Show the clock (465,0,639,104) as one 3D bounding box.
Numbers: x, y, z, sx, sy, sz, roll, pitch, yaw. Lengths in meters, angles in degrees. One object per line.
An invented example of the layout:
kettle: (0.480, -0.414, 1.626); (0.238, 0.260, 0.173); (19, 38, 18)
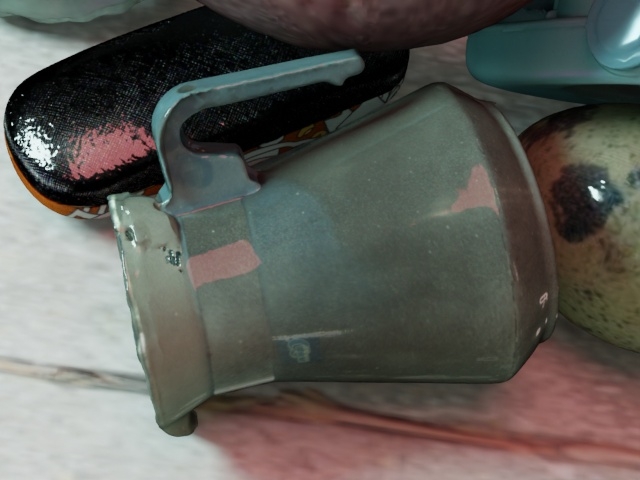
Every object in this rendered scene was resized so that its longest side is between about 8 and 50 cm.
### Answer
clock: (0.233, -0.123, 0.886); (0.224, 0.274, 0.094); (5, 91, -24)

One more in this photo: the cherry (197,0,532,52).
cherry: (0.028, -0.217, 0.844); (0.261, 0.221, 0.307); (3, 11, 8)

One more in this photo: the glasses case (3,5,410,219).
glasses case: (-0.067, -0.094, 0.952); (0.267, 0.067, 0.103); (-22, 64, -21)

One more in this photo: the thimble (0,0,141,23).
thimble: (-0.183, -0.255, 0.984); (0.250, 0.172, 0.205); (38, 64, 19)

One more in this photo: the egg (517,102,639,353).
egg: (0.185, -0.010, 0.894); (0.182, 0.141, 0.141); (34, 59, 24)

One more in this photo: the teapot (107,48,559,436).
teapot: (0.000, 0.000, 0.832); (0.225, 0.203, 0.171); (-13, 23, -9)
